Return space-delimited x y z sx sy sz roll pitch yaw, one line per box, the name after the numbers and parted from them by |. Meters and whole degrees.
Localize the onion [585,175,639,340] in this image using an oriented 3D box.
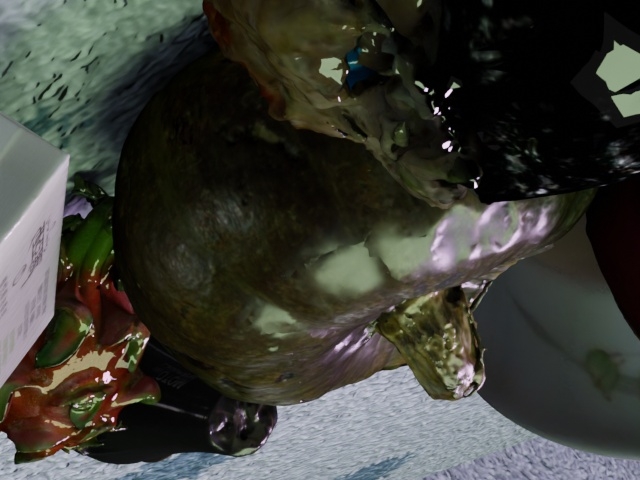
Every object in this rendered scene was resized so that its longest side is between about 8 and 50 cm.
0.392 0.006 1.069 0.398 0.420 0.398 -39 175 -4 | onion

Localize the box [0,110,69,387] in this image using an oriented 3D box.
-0.233 0.047 0.971 0.194 0.111 0.260 -56 175 -24 | box

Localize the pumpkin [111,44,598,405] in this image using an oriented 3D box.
0.000 0.000 1.075 0.232 0.242 0.325 -22 162 -41 | pumpkin

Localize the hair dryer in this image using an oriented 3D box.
-0.041 0.060 1.417 0.359 0.120 0.304 -33 -165 -29 | hair dryer

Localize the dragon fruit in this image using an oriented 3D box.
-0.179 0.052 1.217 0.137 0.135 0.236 -19 143 -21 | dragon fruit

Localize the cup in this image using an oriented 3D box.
0.269 0.001 1.413 0.347 0.347 0.163 -19 126 -16 | cup

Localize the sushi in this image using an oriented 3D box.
0.055 -0.111 0.847 0.219 0.225 0.238 -17 133 9 | sushi
